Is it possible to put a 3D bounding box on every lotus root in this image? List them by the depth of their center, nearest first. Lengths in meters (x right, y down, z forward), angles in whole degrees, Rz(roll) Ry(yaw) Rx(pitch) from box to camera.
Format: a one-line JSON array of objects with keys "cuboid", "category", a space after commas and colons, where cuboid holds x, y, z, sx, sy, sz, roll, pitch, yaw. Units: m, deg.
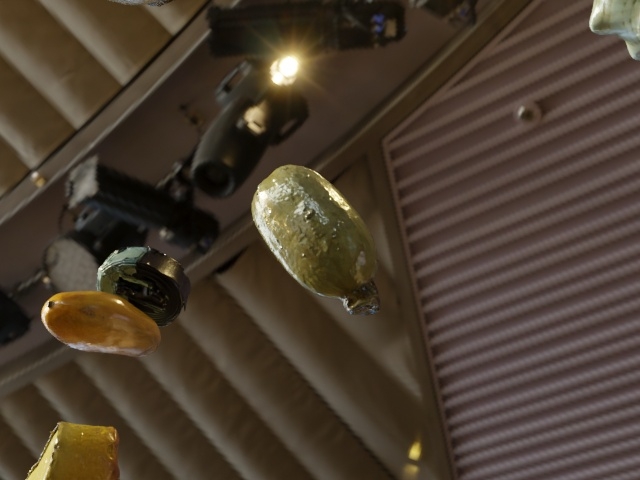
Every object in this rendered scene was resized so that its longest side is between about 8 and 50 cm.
[{"cuboid": [0.000, 0.000, 1.180, 0.090, 0.077, 0.183, -47, -119, 19], "category": "lotus root"}]

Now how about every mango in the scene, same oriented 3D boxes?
[{"cuboid": [-0.285, 0.113, 1.574, 0.098, 0.075, 0.190, -21, -35, 38], "category": "mango"}]

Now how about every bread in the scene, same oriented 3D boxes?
[{"cuboid": [-0.285, 0.278, 1.350, 0.094, 0.102, 0.245, 14, -32, -17], "category": "bread"}]

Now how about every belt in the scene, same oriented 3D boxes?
[{"cuboid": [-0.258, 0.067, 1.738, 0.140, 0.058, 0.105, 21, -61, -2], "category": "belt"}]

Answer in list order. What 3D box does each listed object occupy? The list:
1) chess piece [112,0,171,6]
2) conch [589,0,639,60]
[{"cuboid": [-0.185, -0.287, 0.912, 0.143, 0.261, 0.142, -2, -100, 15], "category": "chess piece"}, {"cuboid": [0.347, -0.293, 1.233, 0.170, 0.386, 0.203, -21, -24, -11], "category": "conch"}]
